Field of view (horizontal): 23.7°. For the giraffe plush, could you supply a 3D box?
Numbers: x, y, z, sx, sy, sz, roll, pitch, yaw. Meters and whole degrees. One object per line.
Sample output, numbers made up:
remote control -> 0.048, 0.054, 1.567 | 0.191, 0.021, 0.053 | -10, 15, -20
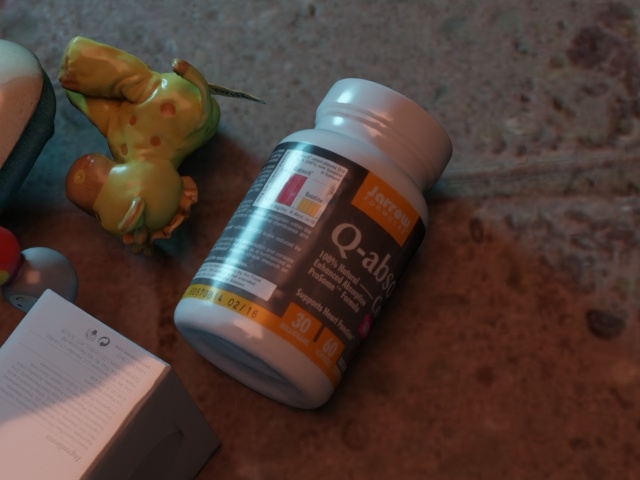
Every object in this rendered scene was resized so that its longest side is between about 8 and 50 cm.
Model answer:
giraffe plush -> -0.172, -0.077, 1.452 | 0.210, 0.181, 0.170 | 13, 79, 32

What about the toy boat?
toy boat -> -0.321, -0.035, 1.428 | 0.267, 0.148, 0.318 | -51, 34, 10

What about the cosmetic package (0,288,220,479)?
cosmetic package -> -0.221, 0.198, 1.296 | 0.138, 0.224, 0.224 | 29, 73, 19

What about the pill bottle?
pill bottle -> 0.000, 0.000, 1.390 | 0.162, 0.162, 0.278 | 25, 72, 18
